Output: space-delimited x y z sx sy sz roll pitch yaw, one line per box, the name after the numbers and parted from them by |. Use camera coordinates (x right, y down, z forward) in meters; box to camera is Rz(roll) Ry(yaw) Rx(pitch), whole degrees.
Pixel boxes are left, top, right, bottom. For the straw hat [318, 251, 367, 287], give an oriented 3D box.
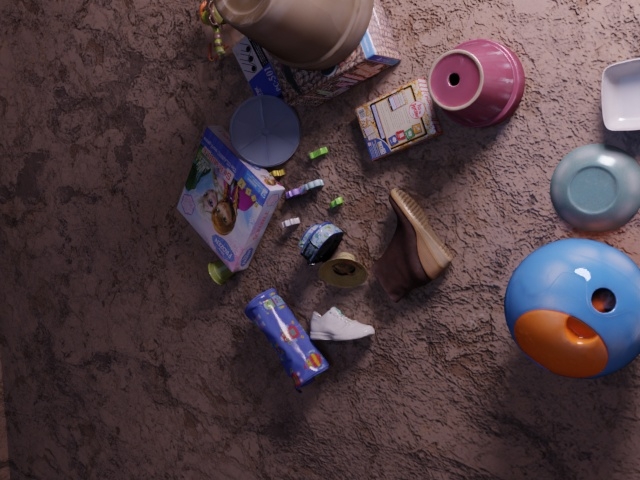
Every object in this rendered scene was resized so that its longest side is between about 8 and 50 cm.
0.067 0.066 1.735 0.144 0.144 0.061 -22 45 35 | straw hat

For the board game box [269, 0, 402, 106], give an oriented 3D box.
0.022 -0.509 1.618 0.291 0.141 0.232 -22 85 35 | board game box

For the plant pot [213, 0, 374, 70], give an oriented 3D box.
-0.086 -0.560 1.428 0.323 0.280 0.323 6 101 34 | plant pot

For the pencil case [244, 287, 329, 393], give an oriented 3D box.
-0.100 0.291 1.856 0.306 0.119 0.133 54 154 14 | pencil case

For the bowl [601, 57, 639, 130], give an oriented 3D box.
0.653 -0.297 1.286 0.142 0.053 0.142 -1 98 35 | bowl

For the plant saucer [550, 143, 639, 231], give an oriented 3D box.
0.593 -0.112 1.368 0.194 0.037 0.195 6 101 34 | plant saucer

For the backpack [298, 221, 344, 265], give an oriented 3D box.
0.000 0.000 1.745 0.084 0.105 0.114 45 114 18 | backpack

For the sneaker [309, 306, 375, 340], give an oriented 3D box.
0.054 0.233 1.773 0.212 0.080 0.094 -5 84 36 | sneaker

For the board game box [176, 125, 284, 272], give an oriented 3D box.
-0.282 -0.125 1.903 0.318 0.066 0.318 45 126 26 | board game box

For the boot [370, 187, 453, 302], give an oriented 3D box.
0.197 0.015 1.623 0.207 0.090 0.248 -39 80 30 | boot

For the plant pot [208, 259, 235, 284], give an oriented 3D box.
-0.296 0.086 1.983 0.079 0.083 0.083 -30 81 21 | plant pot

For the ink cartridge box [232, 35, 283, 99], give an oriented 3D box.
-0.168 -0.490 1.808 0.097 0.046 0.207 -32 81 35 | ink cartridge box

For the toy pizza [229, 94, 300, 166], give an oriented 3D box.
-0.157 -0.309 1.790 0.201 0.032 0.201 -1 102 -6 | toy pizza

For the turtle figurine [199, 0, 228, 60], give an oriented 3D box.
-0.279 -0.663 1.802 0.217 0.087 0.270 2 91 42 | turtle figurine

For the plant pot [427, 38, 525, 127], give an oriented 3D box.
0.334 -0.352 1.413 0.201 0.180 0.201 7 103 32 | plant pot

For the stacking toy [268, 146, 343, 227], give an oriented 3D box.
-0.048 -0.146 1.784 0.221 0.052 0.167 -21 86 34 | stacking toy

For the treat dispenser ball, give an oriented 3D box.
0.529 0.139 1.303 0.288 0.288 0.288 7 102 33 | treat dispenser ball

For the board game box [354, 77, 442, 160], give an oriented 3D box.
0.195 -0.302 1.597 0.193 0.045 0.147 -19 87 35 | board game box
